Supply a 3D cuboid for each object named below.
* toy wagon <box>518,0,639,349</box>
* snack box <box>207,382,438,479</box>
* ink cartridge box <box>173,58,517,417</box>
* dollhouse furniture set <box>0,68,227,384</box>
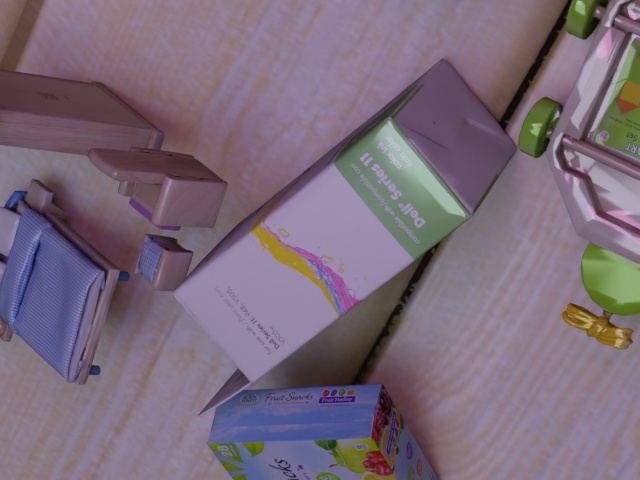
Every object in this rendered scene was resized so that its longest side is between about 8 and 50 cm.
[{"bbox_3d":[0.311,-0.069,1.624,0.267,0.068,0.344,27,108,20],"label":"toy wagon"},{"bbox_3d":[0.009,0.225,1.806,0.174,0.070,0.207,-4,140,22],"label":"snack box"},{"bbox_3d":[0.000,0.000,1.714,0.353,0.207,0.119,-39,95,26],"label":"ink cartridge box"},{"bbox_3d":[-0.284,0.015,1.767,0.286,0.198,0.303,38,115,45],"label":"dollhouse furniture set"}]
